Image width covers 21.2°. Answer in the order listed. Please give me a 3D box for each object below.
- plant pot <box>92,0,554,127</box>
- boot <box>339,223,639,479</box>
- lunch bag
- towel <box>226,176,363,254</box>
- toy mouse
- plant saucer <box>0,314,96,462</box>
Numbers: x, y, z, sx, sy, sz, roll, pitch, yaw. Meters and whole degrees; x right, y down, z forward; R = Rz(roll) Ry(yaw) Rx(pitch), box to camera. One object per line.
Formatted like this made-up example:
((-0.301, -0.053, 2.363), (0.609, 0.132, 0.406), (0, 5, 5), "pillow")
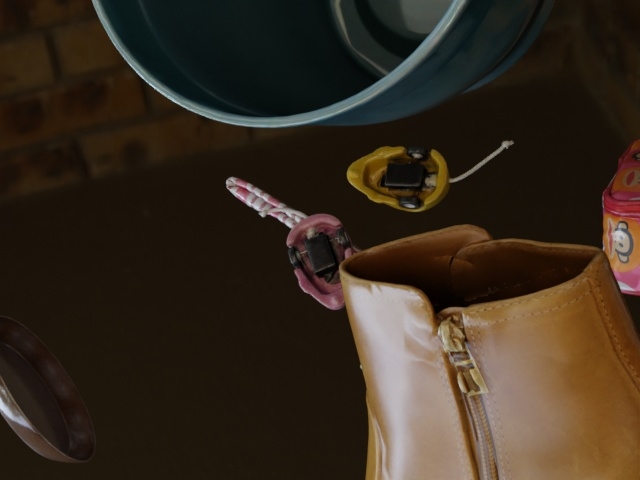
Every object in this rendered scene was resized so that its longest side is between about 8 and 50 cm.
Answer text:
((0.031, -0.193, 1.077), (0.271, 0.272, 0.255), (18, -174, 26), "plant pot")
((0.051, 0.100, 0.859), (0.295, 0.211, 0.104), (-13, -158, 37), "boot")
((0.422, -0.029, 1.702), (0.258, 0.120, 0.293), (2, -162, 18), "lunch bag")
((0.000, 0.000, 1.771), (0.197, 0.144, 0.029), (32, -89, 40), "towel")
((0.038, 0.014, 1.029), (0.161, 0.031, 0.143), (-2, -109, 17), "toy mouse")
((-0.281, 0.150, 1.664), (0.029, 0.168, 0.168), (-33, -139, 10), "plant saucer")
